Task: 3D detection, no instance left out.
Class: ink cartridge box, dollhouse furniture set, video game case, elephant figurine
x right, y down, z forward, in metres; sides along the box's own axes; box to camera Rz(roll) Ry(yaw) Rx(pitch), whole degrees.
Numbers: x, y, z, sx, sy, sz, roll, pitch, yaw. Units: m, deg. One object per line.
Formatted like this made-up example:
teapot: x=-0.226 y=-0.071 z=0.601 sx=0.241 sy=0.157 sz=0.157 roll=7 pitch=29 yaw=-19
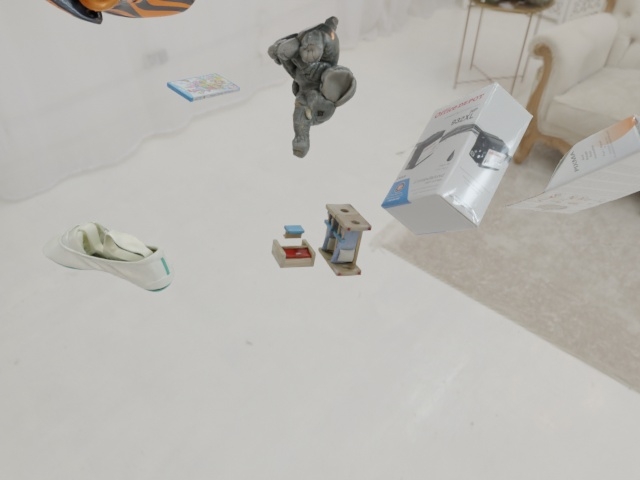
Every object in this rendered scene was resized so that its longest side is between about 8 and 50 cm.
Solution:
ink cartridge box: x=0.305 y=-0.177 z=1.232 sx=0.129 sy=0.223 sz=0.307 roll=36 pitch=72 yaw=-18
dollhouse furniture set: x=0.000 y=0.000 z=1.243 sx=0.184 sy=0.129 sz=0.129 roll=-2 pitch=28 yaw=-23
ink cartridge box: x=0.328 y=-0.080 z=0.635 sx=0.145 sy=0.179 sz=0.045 roll=2 pitch=75 yaw=-32
video game case: x=-0.331 y=-0.436 z=1.536 sx=0.166 sy=0.015 sz=0.119 roll=-26 pitch=50 yaw=-38
elephant figurine: x=-0.010 y=-0.338 z=1.199 sx=0.186 sy=0.239 sz=0.169 roll=-18 pitch=27 yaw=9

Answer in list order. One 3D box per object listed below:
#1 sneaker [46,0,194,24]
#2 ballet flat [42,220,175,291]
sneaker: x=-0.253 y=-0.310 z=0.643 sx=0.180 sy=0.124 sz=0.321 roll=43 pitch=30 yaw=28
ballet flat: x=-0.558 y=0.017 z=1.409 sx=0.400 sy=0.139 sz=0.139 roll=15 pitch=46 yaw=18
